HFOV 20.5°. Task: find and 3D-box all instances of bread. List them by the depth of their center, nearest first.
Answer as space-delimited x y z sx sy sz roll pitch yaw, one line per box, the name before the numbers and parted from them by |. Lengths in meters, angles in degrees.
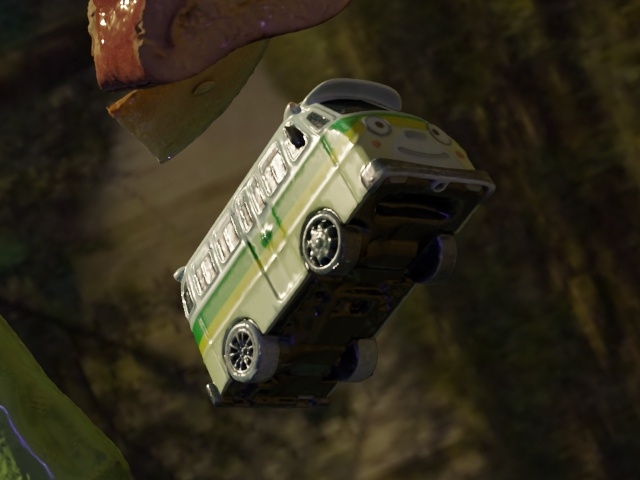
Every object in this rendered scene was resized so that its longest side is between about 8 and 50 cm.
bread | -0.069 -0.128 0.938 0.192 0.119 0.067 -6 112 47

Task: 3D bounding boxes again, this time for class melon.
melon | -0.096 -0.150 1.524 0.054 0.182 0.098 50 178 26

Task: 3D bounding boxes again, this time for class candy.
candy | -0.321 0.130 1.657 0.343 0.132 0.142 44 134 20

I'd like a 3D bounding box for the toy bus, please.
toy bus | 0.000 0.000 1.446 0.134 0.276 0.164 5 -137 -40
